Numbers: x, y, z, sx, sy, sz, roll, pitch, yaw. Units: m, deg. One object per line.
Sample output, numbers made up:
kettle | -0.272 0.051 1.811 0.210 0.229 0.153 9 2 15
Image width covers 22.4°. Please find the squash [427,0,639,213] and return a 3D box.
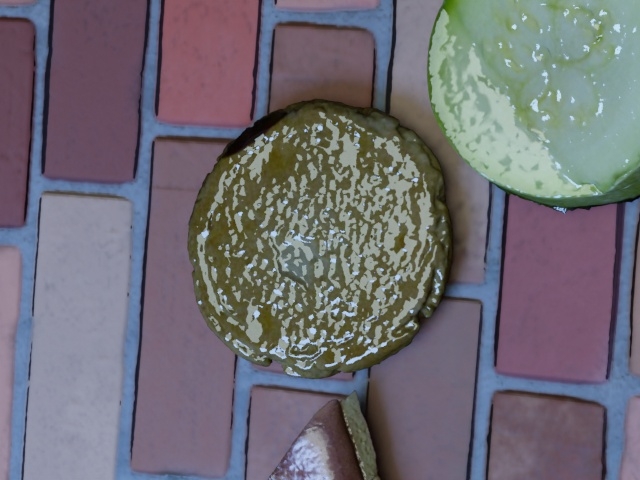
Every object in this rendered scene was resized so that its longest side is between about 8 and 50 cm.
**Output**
squash | 0.170 -0.123 1.152 0.220 0.133 0.220 2 96 23

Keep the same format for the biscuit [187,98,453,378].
biscuit | 0.000 0.000 1.252 0.226 0.042 0.225 0 90 18

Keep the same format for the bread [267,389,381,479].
bread | 0.001 0.221 1.238 0.119 0.067 0.192 -15 86 12
